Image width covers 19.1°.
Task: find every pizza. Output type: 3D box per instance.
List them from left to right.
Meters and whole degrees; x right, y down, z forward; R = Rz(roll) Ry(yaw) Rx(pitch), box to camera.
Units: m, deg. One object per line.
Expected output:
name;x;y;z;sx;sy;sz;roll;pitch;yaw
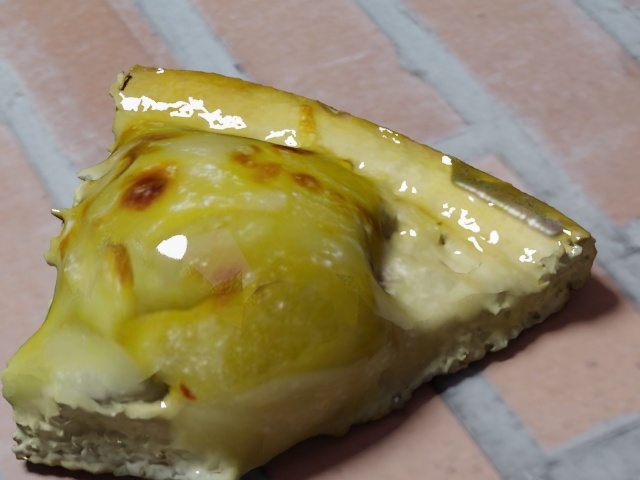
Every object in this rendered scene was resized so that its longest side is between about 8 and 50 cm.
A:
pizza;-0.008;0.004;0.693;0.204;0.080;0.188;11;45;13
